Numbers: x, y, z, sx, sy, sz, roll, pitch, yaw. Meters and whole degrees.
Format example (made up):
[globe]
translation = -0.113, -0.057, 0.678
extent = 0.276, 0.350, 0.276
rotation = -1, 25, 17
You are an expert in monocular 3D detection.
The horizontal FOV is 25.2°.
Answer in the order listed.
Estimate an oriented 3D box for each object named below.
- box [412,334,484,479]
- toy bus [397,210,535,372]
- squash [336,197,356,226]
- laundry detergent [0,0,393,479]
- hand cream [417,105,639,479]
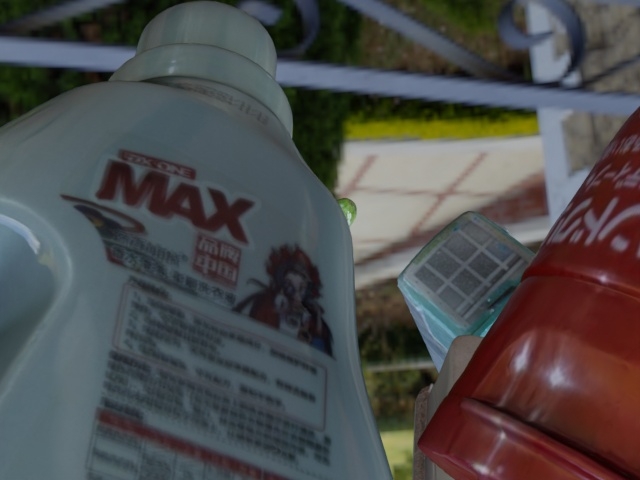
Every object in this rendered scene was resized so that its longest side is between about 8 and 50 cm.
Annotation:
[box]
translation = 0.093, 0.105, 0.701
extent = 0.089, 0.122, 0.062
rotation = 9, 130, -4
[toy bus]
translation = 0.128, 0.080, 0.973
extent = 0.091, 0.109, 0.261
rotation = -42, 152, -10
[squash]
translation = 0.000, -0.001, 1.213
extent = 0.089, 0.027, 0.027
rotation = -48, 145, 19
[laundry detergent]
translation = -0.082, 0.054, 0.530
extent = 0.264, 0.398, 0.124
rotation = 20, 137, -16
[hand cream]
translation = 0.134, 0.056, 0.378
extent = 0.193, 0.125, 0.193
rotation = 33, 171, 6
